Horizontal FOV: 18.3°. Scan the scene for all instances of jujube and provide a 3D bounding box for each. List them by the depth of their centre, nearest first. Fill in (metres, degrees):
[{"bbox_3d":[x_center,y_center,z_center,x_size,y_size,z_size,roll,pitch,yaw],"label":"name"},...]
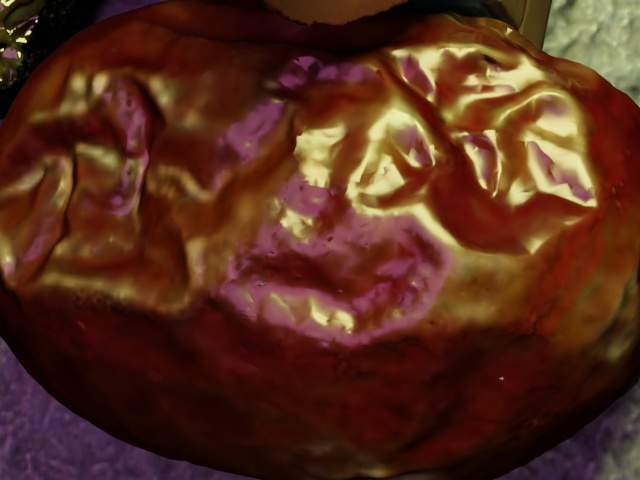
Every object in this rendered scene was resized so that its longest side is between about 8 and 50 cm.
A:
[{"bbox_3d":[0.001,0.002,1.102,0.377,0.276,0.276,9,85,24],"label":"jujube"}]

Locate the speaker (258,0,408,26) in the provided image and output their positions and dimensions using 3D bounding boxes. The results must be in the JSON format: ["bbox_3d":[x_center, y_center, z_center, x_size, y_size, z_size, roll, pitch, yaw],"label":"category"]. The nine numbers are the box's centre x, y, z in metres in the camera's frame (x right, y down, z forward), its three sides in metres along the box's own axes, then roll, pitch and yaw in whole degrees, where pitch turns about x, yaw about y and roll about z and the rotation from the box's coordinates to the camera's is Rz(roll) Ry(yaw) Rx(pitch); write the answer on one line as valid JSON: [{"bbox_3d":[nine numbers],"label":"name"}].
[{"bbox_3d":[-0.024,-0.304,0.959,0.259,0.198,0.329,-48,63,17],"label":"speaker"}]

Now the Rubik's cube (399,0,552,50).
[{"bbox_3d":[0.020,-0.240,1.142,0.231,0.224,0.221,9,83,18],"label":"Rubik's cube"}]

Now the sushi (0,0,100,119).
[{"bbox_3d":[-0.203,-0.185,1.254,0.147,0.115,0.212,34,93,17],"label":"sushi"}]
